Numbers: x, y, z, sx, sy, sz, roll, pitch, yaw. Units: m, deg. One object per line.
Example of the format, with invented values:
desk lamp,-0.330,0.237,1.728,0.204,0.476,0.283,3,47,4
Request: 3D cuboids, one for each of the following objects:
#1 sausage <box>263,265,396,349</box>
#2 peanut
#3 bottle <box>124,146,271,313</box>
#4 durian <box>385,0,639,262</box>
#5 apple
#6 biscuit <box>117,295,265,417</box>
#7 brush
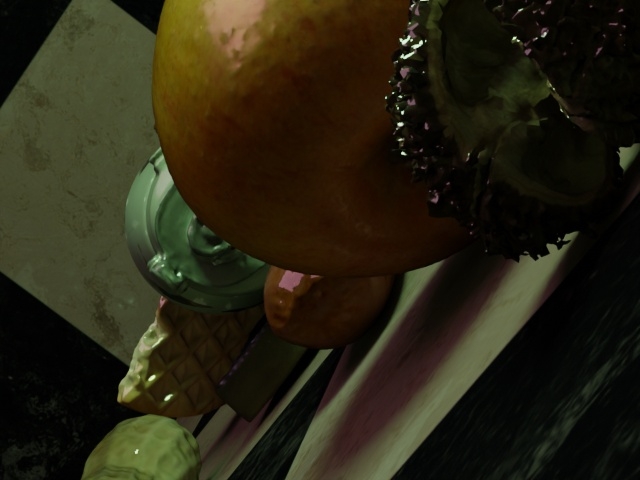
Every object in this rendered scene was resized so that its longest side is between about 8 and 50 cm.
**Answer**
sausage,0.011,0.027,1.594,0.113,0.113,0.259,-52,2,14
peanut,-0.205,0.285,1.870,0.298,0.120,0.136,-61,-15,-64
bottle,-0.098,-0.033,1.939,0.229,0.229,0.351,-54,3,-6
durian,0.125,-0.086,0.962,0.196,0.167,0.196,-28,-3,-2
apple,0.028,-0.111,1.288,0.299,0.299,0.275,-52,27,22
biscuit,-0.111,0.074,2.175,0.040,0.204,0.309,16,85,52
brush,-0.039,0.101,1.936,0.123,0.059,0.197,-50,2,22
